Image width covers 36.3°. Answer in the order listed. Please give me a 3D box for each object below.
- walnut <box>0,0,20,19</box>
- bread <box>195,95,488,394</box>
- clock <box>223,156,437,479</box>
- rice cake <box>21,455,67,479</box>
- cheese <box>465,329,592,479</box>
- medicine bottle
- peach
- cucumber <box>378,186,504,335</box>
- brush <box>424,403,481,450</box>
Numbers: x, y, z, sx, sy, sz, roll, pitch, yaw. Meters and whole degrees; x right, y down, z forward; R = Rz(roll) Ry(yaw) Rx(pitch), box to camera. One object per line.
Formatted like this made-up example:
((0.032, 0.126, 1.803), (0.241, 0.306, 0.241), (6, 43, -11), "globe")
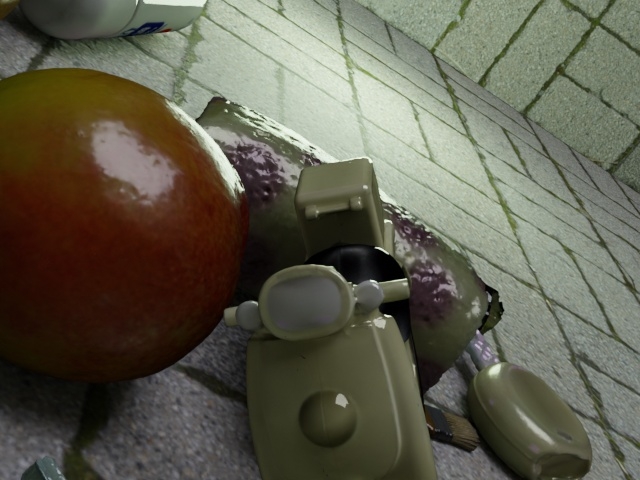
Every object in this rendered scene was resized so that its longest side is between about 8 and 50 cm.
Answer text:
((-0.378, -0.323, 1.001), (0.209, 0.209, 0.336), (25, 28, -28), "walnut")
((0.000, 0.000, 0.981), (0.338, 0.155, 0.187), (33, 17, -10), "bread")
((0.022, 0.106, 0.717), (0.379, 0.120, 0.276), (-84, 161, -68), "clock")
((-0.140, 0.180, 0.579), (0.121, 0.022, 0.022), (47, 24, 23), "rice cake")
((0.209, 0.171, 1.080), (0.137, 0.064, 0.227), (22, 25, -37), "cheese")
((-0.270, -0.331, 1.275), (0.130, 0.130, 0.341), (39, 20, 4), "medicine bottle")
((-0.162, -0.010, 0.690), (0.231, 0.231, 0.231), (31, 22, -14), "peach")
((0.104, 0.006, 1.240), (0.303, 0.072, 0.081), (43, 24, 16), "cucumber")
((0.088, 0.170, 0.963), (0.170, 0.014, 0.043), (24, 23, -29), "brush")
